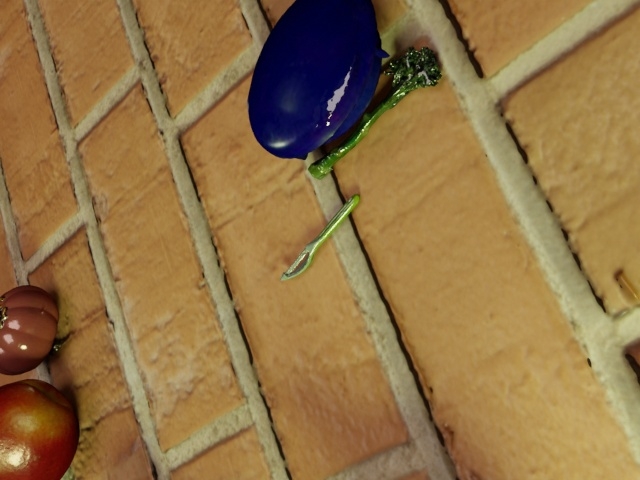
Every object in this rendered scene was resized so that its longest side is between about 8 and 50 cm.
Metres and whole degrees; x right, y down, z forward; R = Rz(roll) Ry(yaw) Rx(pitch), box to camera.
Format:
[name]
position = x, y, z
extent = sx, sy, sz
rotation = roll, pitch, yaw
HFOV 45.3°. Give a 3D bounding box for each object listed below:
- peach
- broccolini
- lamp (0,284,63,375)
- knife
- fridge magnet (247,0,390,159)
[peach]
position = -0.565, 0.376, 1.414
extent = 0.199, 0.243, 0.244
rotation = 29, 104, 29
[broccolini]
position = 0.065, -0.177, 1.086
extent = 0.254, 0.057, 0.071
rotation = -40, 19, 25
[lamp]
position = -0.588, 0.180, 1.523
extent = 0.182, 0.140, 0.182
rotation = -26, 52, 39
[knife]
position = 0.000, 0.000, 1.140
extent = 0.184, 0.026, 0.022
rotation = -49, 29, 22
[fridge magnet]
position = -0.010, -0.241, 1.092
extent = 0.265, 0.112, 0.266
rotation = -23, 59, 44
